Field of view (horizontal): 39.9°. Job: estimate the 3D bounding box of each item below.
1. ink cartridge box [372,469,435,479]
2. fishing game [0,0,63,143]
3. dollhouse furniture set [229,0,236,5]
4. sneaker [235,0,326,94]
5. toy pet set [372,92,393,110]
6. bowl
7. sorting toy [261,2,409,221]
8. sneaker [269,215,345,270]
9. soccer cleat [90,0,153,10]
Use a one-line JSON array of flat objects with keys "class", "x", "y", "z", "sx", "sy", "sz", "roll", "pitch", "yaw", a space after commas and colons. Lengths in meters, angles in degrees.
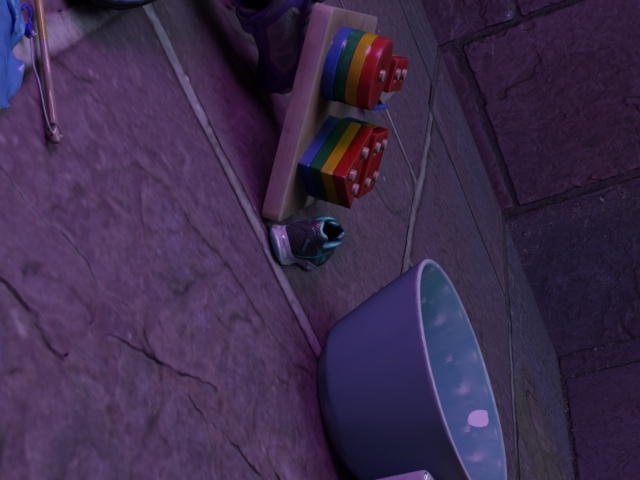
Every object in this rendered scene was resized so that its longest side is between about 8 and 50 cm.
[{"class": "ink cartridge box", "x": 0.162, "y": 0.343, "z": 0.993, "sx": 0.060, "sy": 0.239, "sz": 0.275, "roll": -89, "pitch": 154, "yaw": -44}, {"class": "fishing game", "x": -0.259, "y": -0.175, "z": 0.591, "sx": 0.264, "sy": 0.041, "sz": 0.189, "roll": 36, "pitch": 39, "yaw": -73}, {"class": "dollhouse furniture set", "x": -0.105, "y": -0.386, "z": 1.109, "sx": 0.151, "sy": 0.144, "sz": 0.123, "roll": -21, "pitch": 83, "yaw": -54}, {"class": "sneaker", "x": -0.061, "y": -0.276, "z": 1.098, "sx": 0.095, "sy": 0.105, "sz": 0.236, "roll": 63, "pitch": -27, "yaw": 27}, {"class": "toy pet set", "x": 0.087, "y": -0.295, "z": 1.705, "sx": 0.114, "sy": 0.065, "sz": 0.122, "roll": 42, "pitch": -4, "yaw": 34}, {"class": "bowl", "x": 0.104, "y": 0.192, "z": 1.092, "sx": 0.311, "sy": 0.163, "sz": 0.311, "roll": -18, "pitch": 90, "yaw": -72}, {"class": "sorting toy", "x": 0.034, "y": -0.158, "z": 1.126, "sx": 0.255, "sy": 0.090, "sz": 0.257, "roll": -36, "pitch": 143, "yaw": -71}, {"class": "sneaker", "x": 0.000, "y": 0.000, "z": 1.109, "sx": 0.166, "sy": 0.076, "sz": 0.064, "roll": -7, "pitch": 80, "yaw": -72}, {"class": "soccer cleat", "x": -0.130, "y": -0.325, "z": 0.860, "sx": 0.108, "sy": 0.116, "sz": 0.318, "roll": 52, "pitch": 43, "yaw": -10}]
